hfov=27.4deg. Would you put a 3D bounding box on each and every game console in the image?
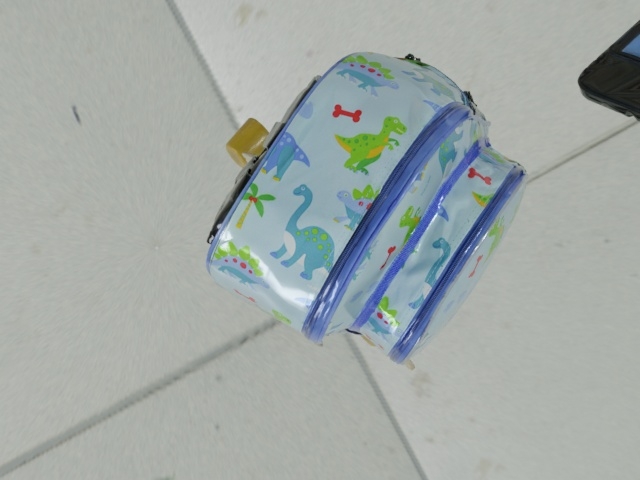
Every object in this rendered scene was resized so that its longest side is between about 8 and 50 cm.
[{"bbox_3d":[0.176,-0.107,0.554,0.122,0.107,0.071,-41,130,-13],"label":"game console"}]

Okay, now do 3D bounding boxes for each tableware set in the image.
[{"bbox_3d":[0.000,0.000,0.708,0.024,0.104,0.154,-42,120,-14],"label":"tableware set"}]

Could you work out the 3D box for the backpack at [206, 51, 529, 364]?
[{"bbox_3d":[0.020,-0.011,0.451,0.084,0.114,0.105,33,98,12],"label":"backpack"}]
